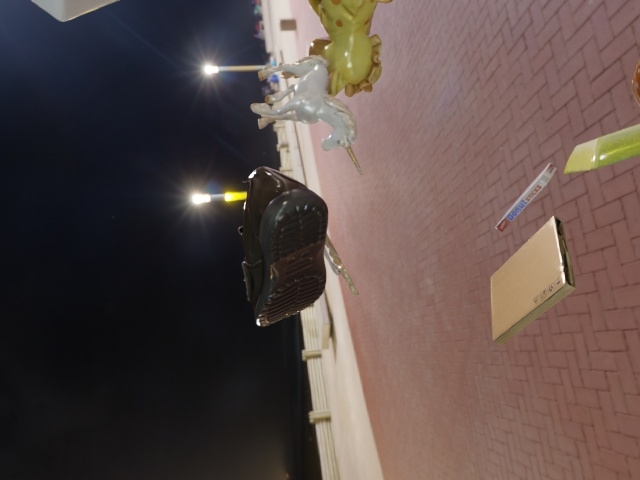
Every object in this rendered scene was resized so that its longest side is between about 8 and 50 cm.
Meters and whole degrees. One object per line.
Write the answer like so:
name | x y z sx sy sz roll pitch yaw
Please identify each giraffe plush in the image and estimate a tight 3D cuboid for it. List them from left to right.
giraffe plush | 0.040 -0.305 0.650 0.210 0.181 0.171 -129 32 -51

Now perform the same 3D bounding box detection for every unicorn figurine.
unicorn figurine | -0.015 -0.151 0.494 0.060 0.111 0.162 59 -152 -67

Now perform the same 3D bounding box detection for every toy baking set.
toy baking set | -0.003 -0.006 0.749 0.197 0.030 0.256 62 -179 -18

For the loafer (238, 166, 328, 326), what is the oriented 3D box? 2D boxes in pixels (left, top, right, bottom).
loafer | -0.040 0.010 0.449 0.078 0.080 0.220 57 152 28

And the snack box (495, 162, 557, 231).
snack box | 0.442 -0.089 0.975 0.064 0.022 0.178 -45 -15 -30

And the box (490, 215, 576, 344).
box | 0.378 0.075 0.823 0.201 0.021 0.164 115 175 -47

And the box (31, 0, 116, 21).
box | -0.153 -0.204 0.259 0.087 0.101 0.102 -51 6 45

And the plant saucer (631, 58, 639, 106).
plant saucer | 0.304 -0.132 0.368 0.013 0.083 0.084 25 -124 -63

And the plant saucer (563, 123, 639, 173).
plant saucer | 0.511 -0.164 0.733 0.188 0.188 0.045 -21 -87 -73
